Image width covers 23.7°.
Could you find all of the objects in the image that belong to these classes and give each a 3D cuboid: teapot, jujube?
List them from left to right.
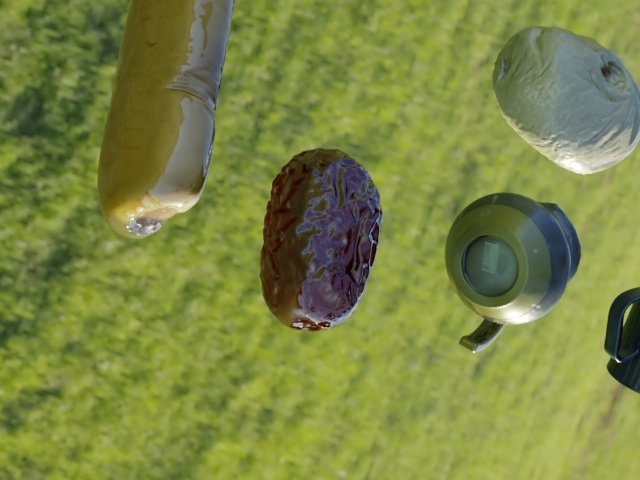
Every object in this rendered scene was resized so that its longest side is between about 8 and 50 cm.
[{"bbox_3d":[0.000,0.000,1.426,0.109,0.112,0.176,121,-18,-58],"label":"jujube"},{"bbox_3d":[0.185,0.031,1.504,0.119,0.130,0.165,-15,130,-57],"label":"teapot"}]

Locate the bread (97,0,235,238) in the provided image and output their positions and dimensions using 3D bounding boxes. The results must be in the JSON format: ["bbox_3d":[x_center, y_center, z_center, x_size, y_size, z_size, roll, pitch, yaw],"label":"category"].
[{"bbox_3d":[-0.153,-0.151,1.487,0.091,0.142,0.305,25,55,-31],"label":"bread"}]

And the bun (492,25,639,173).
[{"bbox_3d":[0.367,-0.221,2.226,0.153,0.244,0.244,-45,175,28],"label":"bun"}]

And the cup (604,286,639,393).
[{"bbox_3d":[0.396,0.104,1.731,0.150,0.113,0.138,-12,124,-58],"label":"cup"}]
